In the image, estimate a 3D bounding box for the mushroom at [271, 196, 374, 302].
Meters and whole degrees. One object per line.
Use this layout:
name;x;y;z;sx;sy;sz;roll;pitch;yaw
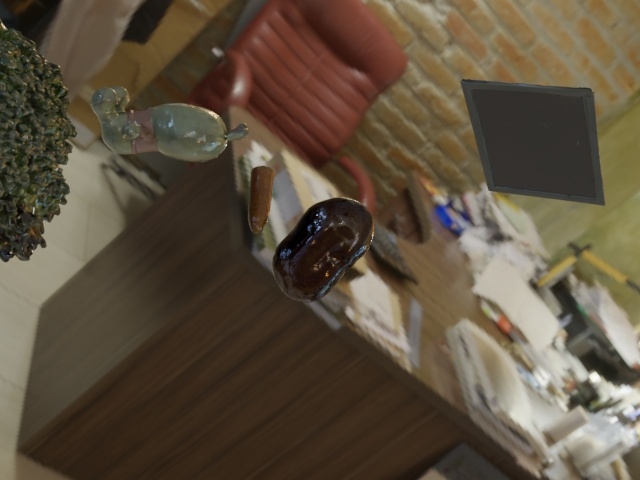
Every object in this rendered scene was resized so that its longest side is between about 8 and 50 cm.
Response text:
mushroom;0.000;0.000;1.921;0.148;0.227;0.217;48;5;-11

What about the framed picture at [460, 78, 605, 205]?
framed picture;0.330;-0.149;1.483;0.014;0.197;0.252;-63;148;-30

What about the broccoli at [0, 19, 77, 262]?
broccoli;-0.461;-0.139;1.373;0.324;0.272;0.334;18;63;-46

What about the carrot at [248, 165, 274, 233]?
carrot;-0.114;-0.071;1.820;0.048;0.048;0.139;33;50;-41

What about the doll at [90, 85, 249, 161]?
doll;-0.268;-0.190;1.706;0.275;0.113;0.155;13;9;-7
